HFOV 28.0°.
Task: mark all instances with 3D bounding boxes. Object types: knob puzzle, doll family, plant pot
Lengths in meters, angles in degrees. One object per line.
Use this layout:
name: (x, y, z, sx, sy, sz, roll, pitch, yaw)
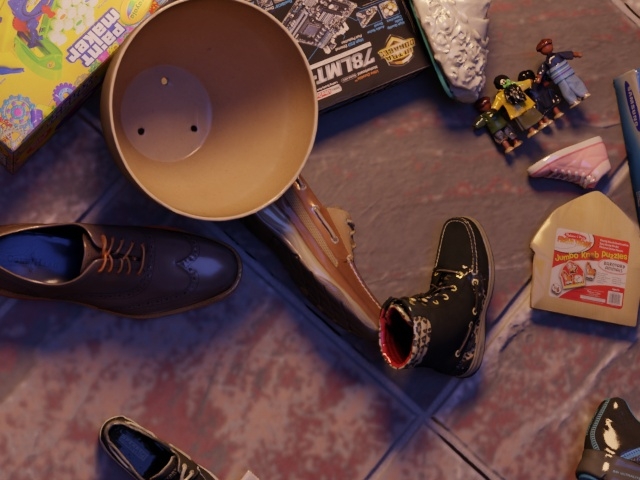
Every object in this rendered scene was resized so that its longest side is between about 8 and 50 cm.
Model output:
knob puzzle: (0.403, 0.022, 1.940, 0.213, 0.030, 0.213, 2, 83, -13)
doll family: (0.315, -0.222, 1.930, 0.193, 0.076, 0.111, -34, 88, -20)
plant pot: (-0.172, -0.169, 1.694, 0.284, 0.191, 0.284, -1, 93, -27)

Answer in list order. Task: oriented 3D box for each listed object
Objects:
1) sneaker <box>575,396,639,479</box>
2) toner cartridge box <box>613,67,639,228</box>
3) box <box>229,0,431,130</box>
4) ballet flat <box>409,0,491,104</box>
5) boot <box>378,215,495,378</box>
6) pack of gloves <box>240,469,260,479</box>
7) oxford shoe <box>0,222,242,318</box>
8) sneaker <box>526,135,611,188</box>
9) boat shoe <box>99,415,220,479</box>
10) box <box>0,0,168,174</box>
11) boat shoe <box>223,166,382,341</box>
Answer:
sneaker: (0.549, 0.332, 1.890, 0.341, 0.125, 0.139, 18, 75, -13)
toner cartridge box: (0.567, -0.096, 1.970, 0.165, 0.075, 0.347, -8, 85, -16)
box: (-0.029, -0.327, 1.856, 0.295, 0.073, 0.293, -24, 90, -15)
ballet flat: (0.172, -0.404, 1.865, 0.147, 0.147, 0.409, -23, 89, -15)
boot: (0.163, 0.075, 1.805, 0.179, 0.085, 0.236, 8, 84, -50)
pack of gloves: (-0.101, 0.463, 1.735, 0.232, 0.046, 0.195, -48, 110, -14)
oxford shoe: (-0.278, 0.037, 1.719, 0.364, 0.133, 0.130, 0, 83, -14)
sneaker: (0.381, -0.105, 1.938, 0.134, 0.051, 0.070, -20, 83, -19)
boat shoe: (-0.208, 0.318, 1.735, 0.219, 0.070, 0.077, 37, 77, -7)
box: (-0.408, -0.295, 1.706, 0.279, 0.177, 0.290, 44, 75, -4)
boat shoe: (0.000, 0.000, 1.801, 0.116, 0.123, 0.324, -42, 96, -17)
